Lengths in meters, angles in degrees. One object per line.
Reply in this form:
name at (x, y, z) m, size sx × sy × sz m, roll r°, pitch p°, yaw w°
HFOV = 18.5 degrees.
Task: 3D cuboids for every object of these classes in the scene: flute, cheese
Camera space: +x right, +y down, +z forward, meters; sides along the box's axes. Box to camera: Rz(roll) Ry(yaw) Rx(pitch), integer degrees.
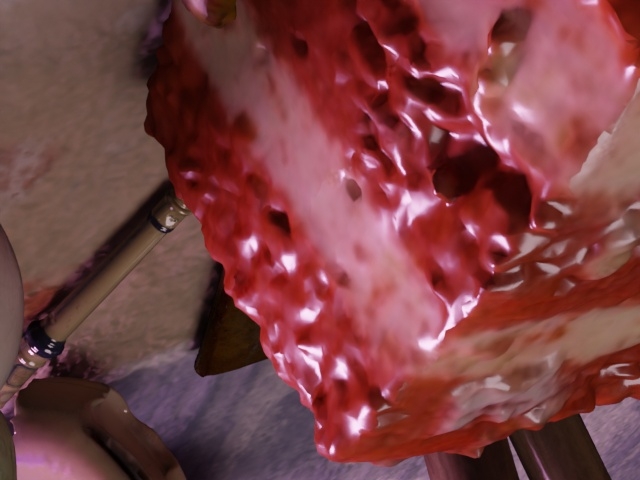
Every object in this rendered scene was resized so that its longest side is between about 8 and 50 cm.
flute at (-0.134, 0.032, 1.140) m, size 0.233 × 0.027 × 0.027 m, roll -44°, pitch 149°, yaw 27°
cheese at (-0.214, 0.204, 1.247) m, size 0.286 × 0.163 × 0.082 m, roll -32°, pitch -171°, yaw 18°

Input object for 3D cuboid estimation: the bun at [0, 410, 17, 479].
bun at (-0.267, 0.128, 1.082) m, size 0.195 × 0.118 × 0.195 m, roll -19°, pitch 146°, yaw -13°

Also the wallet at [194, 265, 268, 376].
wallet at (0.000, 0.000, 1.200) m, size 0.137 × 0.031 × 0.255 m, roll -22°, pitch 156°, yaw -25°

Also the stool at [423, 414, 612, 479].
stool at (0.193, 0.095, 1.319) m, size 0.310 × 0.226 × 0.310 m, roll -41°, pitch 154°, yaw 17°

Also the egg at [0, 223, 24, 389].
egg at (-0.216, 0.028, 0.924) m, size 0.151 × 0.151 × 0.209 m, roll -28°, pitch 163°, yaw -1°

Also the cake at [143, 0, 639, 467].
cake at (0.111, -0.084, 0.906) m, size 0.269 × 0.270 × 0.319 m, roll -9°, pitch 145°, yaw -33°

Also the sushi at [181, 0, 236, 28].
sushi at (-0.035, -0.197, 0.655) m, size 0.213 × 0.200 × 0.204 m, roll -31°, pitch 156°, yaw 4°
